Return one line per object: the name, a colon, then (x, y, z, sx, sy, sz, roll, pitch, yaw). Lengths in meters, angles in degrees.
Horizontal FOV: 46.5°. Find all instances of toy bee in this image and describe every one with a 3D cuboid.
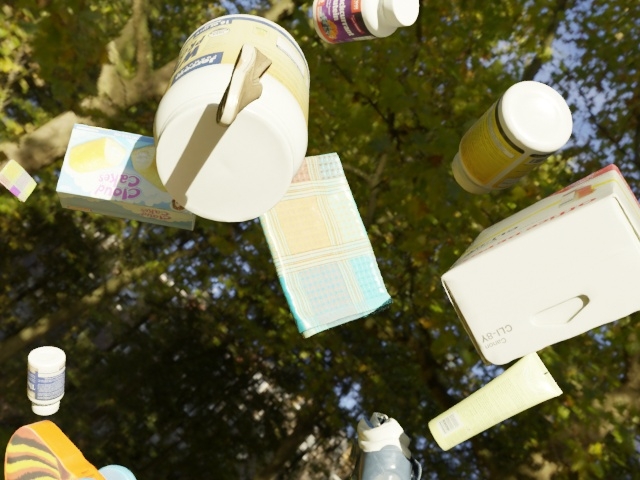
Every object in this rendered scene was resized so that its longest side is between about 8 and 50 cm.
toy bee: (-0.305, 0.376, 0.956, 0.298, 0.162, 0.195, 32, 1, 34)

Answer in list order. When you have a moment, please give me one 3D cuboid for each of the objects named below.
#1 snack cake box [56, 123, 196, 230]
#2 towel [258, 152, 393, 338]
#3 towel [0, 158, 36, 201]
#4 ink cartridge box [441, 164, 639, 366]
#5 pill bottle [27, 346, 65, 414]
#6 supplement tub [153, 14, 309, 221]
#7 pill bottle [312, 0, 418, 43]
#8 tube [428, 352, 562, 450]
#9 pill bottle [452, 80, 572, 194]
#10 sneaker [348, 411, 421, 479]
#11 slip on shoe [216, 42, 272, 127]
snack cake box: (-0.370, -0.124, 1.484, 0.265, 0.152, 0.089, 10, -23, -7)
towel: (0.000, 0.000, 1.564, 0.040, 0.271, 0.370, -25, -98, 47)
towel: (-0.665, -0.131, 1.631, 0.009, 0.060, 0.083, 2, -37, 34)
ink cartridge box: (0.383, 0.025, 1.199, 0.279, 0.385, 0.160, -29, -90, 24)
pill bottle: (-0.521, 0.268, 1.415, 0.067, 0.067, 0.120, 27, -62, 34)
supplement tub: (-0.132, -0.195, 1.162, 0.229, 0.316, 0.228, 0, -54, 0)
pill bottle: (0.087, -0.441, 1.428, 0.194, 0.108, 0.108, 6, -48, 42)
tube: (0.314, 0.302, 1.367, 0.070, 0.240, 0.062, 47, 15, -35)
pill bottle: (0.468, -0.244, 1.890, 0.188, 0.188, 0.334, 46, -25, 3)
sneaker: (0.115, 0.491, 1.572, 0.130, 0.236, 0.322, 12, -28, -3)
slip on shoe: (-0.086, -0.175, 0.856, 0.041, 0.135, 0.051, 24, -48, -15)
